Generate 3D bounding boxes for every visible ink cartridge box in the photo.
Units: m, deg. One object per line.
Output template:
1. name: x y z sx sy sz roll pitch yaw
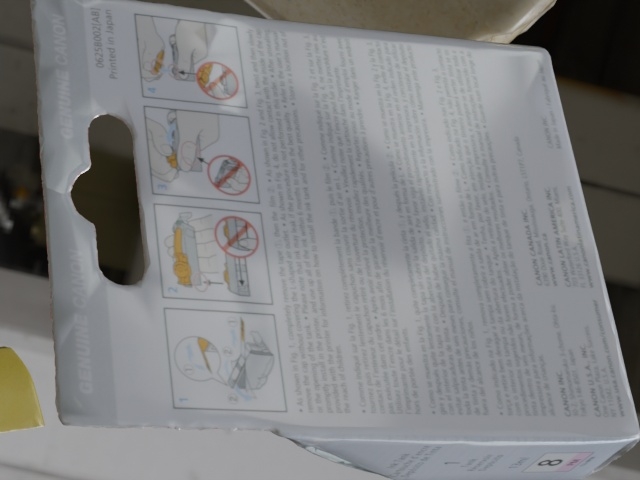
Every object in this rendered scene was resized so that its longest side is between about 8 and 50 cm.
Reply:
1. ink cartridge box: 0.000 0.000 0.679 0.066 0.232 0.189 122 -35 -56

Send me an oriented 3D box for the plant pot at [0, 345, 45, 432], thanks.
1. plant pot: -0.326 0.147 1.651 0.081 0.081 0.083 -11 -95 47

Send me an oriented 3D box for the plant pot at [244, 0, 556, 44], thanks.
1. plant pot: 0.029 -0.246 1.013 0.334 0.305 0.334 -44 180 0
